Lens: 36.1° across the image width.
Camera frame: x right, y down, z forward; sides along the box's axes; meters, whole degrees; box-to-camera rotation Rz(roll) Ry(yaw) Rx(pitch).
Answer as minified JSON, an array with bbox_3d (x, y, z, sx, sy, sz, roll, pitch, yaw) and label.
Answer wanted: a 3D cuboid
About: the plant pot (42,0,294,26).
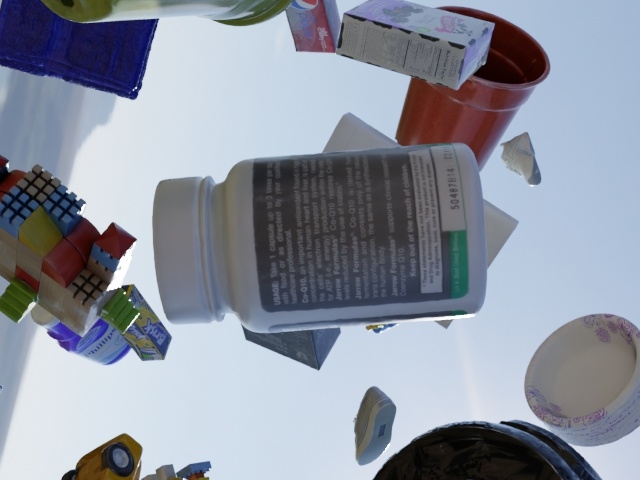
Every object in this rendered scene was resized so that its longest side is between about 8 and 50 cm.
[{"bbox_3d":[-0.183,-0.349,1.067,0.254,0.276,0.276,-29,153,-46],"label":"plant pot"}]

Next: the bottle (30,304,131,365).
[{"bbox_3d":[-0.483,0.175,2.005,0.118,0.092,0.283,-45,154,-1],"label":"bottle"}]

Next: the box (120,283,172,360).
[{"bbox_3d":[-0.346,0.158,1.863,0.169,0.054,0.059,64,29,-43],"label":"box"}]

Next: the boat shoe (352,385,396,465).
[{"bbox_3d":[0.114,0.416,2.222,0.081,0.079,0.228,54,-35,39],"label":"boat shoe"}]

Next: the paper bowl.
[{"bbox_3d":[0.591,0.307,2.094,0.284,0.148,0.284,-32,-147,24],"label":"paper bowl"}]

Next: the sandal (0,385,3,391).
[{"bbox_3d":[-0.730,0.214,2.009,0.126,0.138,0.318,-161,-113,-71],"label":"sandal"}]

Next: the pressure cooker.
[{"bbox_3d":[0.276,0.485,1.493,0.375,0.420,0.370,-18,-120,20],"label":"pressure cooker"}]

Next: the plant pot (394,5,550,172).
[{"bbox_3d":[0.282,-0.282,1.969,0.272,0.272,0.265,-93,-164,-47],"label":"plant pot"}]

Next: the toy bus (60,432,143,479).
[{"bbox_3d":[-0.308,0.420,1.324,0.108,0.130,0.333,-34,-158,25],"label":"toy bus"}]

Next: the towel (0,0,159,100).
[{"bbox_3d":[-0.493,-0.427,1.990,0.076,0.308,0.228,-122,-133,-74],"label":"towel"}]

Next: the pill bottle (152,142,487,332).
[{"bbox_3d":[0.000,0.000,1.136,0.204,0.361,0.204,-4,90,-89],"label":"pill bottle"}]

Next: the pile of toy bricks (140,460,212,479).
[{"bbox_3d":[-0.195,0.351,1.190,0.212,0.118,0.105,-37,-117,37],"label":"pile of toy bricks"}]

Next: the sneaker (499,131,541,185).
[{"bbox_3d":[0.363,-0.140,1.784,0.152,0.061,0.054,-88,157,-56],"label":"sneaker"}]

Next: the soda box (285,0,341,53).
[{"bbox_3d":[-0.023,-0.492,1.995,0.263,0.092,0.084,71,26,-62],"label":"soda box"}]

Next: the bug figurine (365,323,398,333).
[{"bbox_3d":[0.192,0.077,2.068,0.216,0.072,0.279,-28,-146,47],"label":"bug figurine"}]

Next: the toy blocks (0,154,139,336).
[{"bbox_3d":[-0.446,-0.010,1.547,0.191,0.381,0.261,-54,180,-31],"label":"toy blocks"}]

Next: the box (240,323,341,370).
[{"bbox_3d":[-0.057,0.128,1.713,0.093,0.156,0.158,-57,157,-30],"label":"box"}]

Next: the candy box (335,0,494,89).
[{"bbox_3d":[0.147,-0.306,1.497,0.165,0.196,0.070,-45,150,-57],"label":"candy box"}]

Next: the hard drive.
[{"bbox_3d":[0.137,-0.034,1.733,0.233,0.353,0.047,-60,171,24],"label":"hard drive"}]
